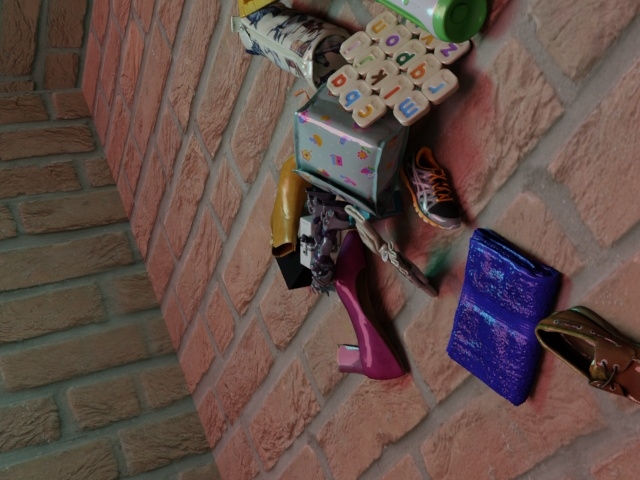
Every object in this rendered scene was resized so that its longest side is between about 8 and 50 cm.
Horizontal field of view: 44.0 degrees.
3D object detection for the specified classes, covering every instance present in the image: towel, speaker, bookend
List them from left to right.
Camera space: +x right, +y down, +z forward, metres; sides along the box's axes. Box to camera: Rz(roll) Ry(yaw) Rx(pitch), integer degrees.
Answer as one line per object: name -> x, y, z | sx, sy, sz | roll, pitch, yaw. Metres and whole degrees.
bookend -> -0.065, 0.036, 2.309 | 0.157, 0.072, 0.156 | 65, 147, 25
speaker -> 0.202, -0.501, 1.595 | 0.296, 0.131, 0.131 | 47, 138, 43
towel -> 0.355, 0.155, 1.601 | 0.227, 0.076, 0.308 | 39, 132, 50

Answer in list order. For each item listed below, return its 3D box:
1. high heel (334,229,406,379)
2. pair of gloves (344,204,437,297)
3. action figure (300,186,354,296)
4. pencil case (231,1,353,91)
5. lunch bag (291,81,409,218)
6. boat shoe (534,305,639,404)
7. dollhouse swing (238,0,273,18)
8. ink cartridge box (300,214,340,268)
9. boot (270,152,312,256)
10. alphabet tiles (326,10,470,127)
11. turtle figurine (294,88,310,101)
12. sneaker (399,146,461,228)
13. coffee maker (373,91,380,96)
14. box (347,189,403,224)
high heel -> 0.136, 0.162, 2.013 | 0.181, 0.127, 0.377 | 0, 93, 26
pair of gloves -> 0.154, 0.031, 1.799 | 0.240, 0.042, 0.204 | 45, 180, 31
action figure -> 0.004, 0.013, 1.945 | 0.185, 0.099, 0.285 | -121, 33, -52
pencil case -> -0.061, -0.495, 2.008 | 0.410, 0.183, 0.160 | 41, 143, 47
lunch bag -> 0.060, -0.179, 1.741 | 0.223, 0.160, 0.262 | 27, 142, 18
boat shoe -> 0.496, 0.217, 1.341 | 0.307, 0.104, 0.111 | 33, 127, 52
dollhouse swing -> -0.075, -0.751, 1.862 | 0.347, 0.315, 0.305 | 5, 124, 61
ink cartridge box -> 0.000, 0.000, 2.153 | 0.056, 0.099, 0.135 | 28, 124, 53
boot -> -0.072, -0.091, 2.179 | 0.295, 0.104, 0.211 | 122, 153, -57
alphabet tiles -> 0.159, -0.361, 1.641 | 0.284, 0.278, 0.021 | 56, -175, 35
turtle figurine -> 0.031, -0.275, 1.997 | 0.217, 0.087, 0.269 | 60, 180, 13
sneaker -> 0.242, -0.112, 1.707 | 0.215, 0.084, 0.083 | 61, 141, 31
coffee maker -> 0.110, -0.273, 1.875 | 0.171, 0.120, 0.178 | 154, 106, -85
box -> 0.094, -0.069, 1.963 | 0.244, 0.100, 0.060 | -16, 84, 61
